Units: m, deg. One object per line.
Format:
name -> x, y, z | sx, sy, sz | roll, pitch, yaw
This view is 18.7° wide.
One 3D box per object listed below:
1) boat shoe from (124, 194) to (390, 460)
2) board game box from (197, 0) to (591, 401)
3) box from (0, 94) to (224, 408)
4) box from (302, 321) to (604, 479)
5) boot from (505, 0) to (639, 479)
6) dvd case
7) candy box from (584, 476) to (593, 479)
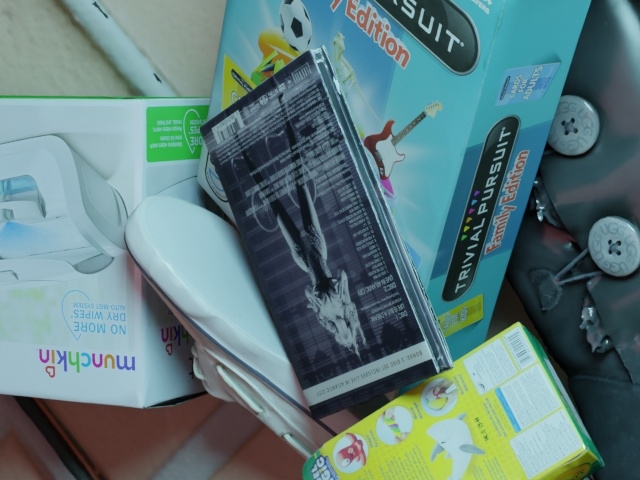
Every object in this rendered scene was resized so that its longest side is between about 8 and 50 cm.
boat shoe -> -0.049, 0.078, 1.406 | 0.267, 0.096, 0.088 | 39, 124, -17
board game box -> 0.034, -0.101, 1.275 | 0.254, 0.079, 0.336 | 47, 141, 34
box -> -0.212, 0.002, 1.509 | 0.262, 0.127, 0.231 | 4, 96, 28
box -> 0.080, 0.144, 1.244 | 0.179, 0.043, 0.105 | -32, 57, 11
boot -> 0.258, -0.057, 1.241 | 0.367, 0.146, 0.445 | -27, 78, 27
dvd case -> 0.000, 0.000, 1.287 | 0.164, 0.018, 0.221 | -28, 82, 57
candy box -> 0.195, 0.274, 1.292 | 0.071, 0.159, 0.233 | -44, 74, 24
